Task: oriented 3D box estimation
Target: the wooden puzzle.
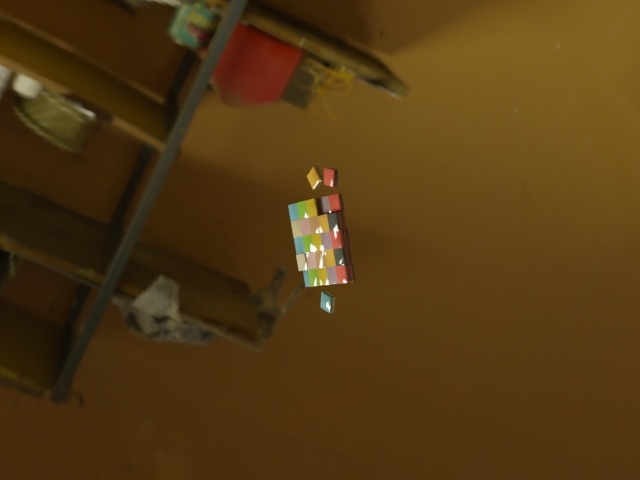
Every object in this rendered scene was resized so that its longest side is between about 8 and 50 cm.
[{"bbox_3d":[0.000,0.000,0.557,0.006,0.083,0.049,-9,180,-33],"label":"wooden puzzle"}]
